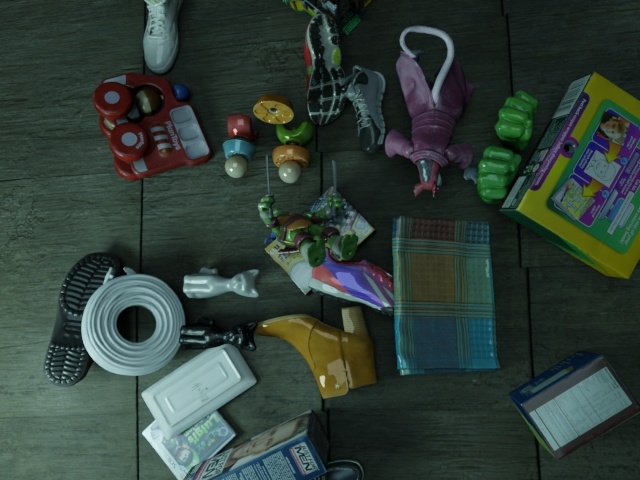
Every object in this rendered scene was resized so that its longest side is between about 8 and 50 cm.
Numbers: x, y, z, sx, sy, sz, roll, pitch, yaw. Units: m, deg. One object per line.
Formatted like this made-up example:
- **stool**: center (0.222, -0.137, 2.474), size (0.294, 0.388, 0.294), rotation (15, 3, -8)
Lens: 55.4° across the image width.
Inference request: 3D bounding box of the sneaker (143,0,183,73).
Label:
- **sneaker**: center (-0.456, -0.623, 1.672), size (0.108, 0.169, 0.292), rotation (5, 84, 8)

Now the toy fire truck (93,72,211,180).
- **toy fire truck**: center (-0.458, -0.317, 1.648), size (0.254, 0.169, 0.302), rotation (-20, 79, -18)

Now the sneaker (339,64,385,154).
- **sneaker**: center (0.096, -0.339, 1.549), size (0.086, 0.132, 0.228), rotation (-13, 70, 45)

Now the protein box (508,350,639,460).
- **protein box**: center (0.550, 0.355, 1.344), size (0.201, 0.200, 0.136), rotation (-33, 78, 4)

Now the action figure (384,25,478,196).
- **action figure**: center (0.284, -0.278, 1.458), size (0.248, 0.275, 0.370), rotation (5, 69, 4)

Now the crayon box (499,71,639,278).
- **crayon box**: center (0.646, -0.146, 1.407), size (0.313, 0.106, 0.362), rotation (31, 88, -7)

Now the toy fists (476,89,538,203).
- **toy fists**: center (0.450, -0.220, 1.465), size (0.096, 0.142, 0.279), rotation (21, 86, 26)

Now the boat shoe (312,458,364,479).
- **boat shoe**: center (-0.018, 0.599, 1.466), size (0.255, 0.079, 0.095), rotation (-18, 79, 7)

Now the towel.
- **towel**: center (0.297, 0.130, 1.442), size (0.272, 0.040, 0.370), rotation (2, 81, -20)

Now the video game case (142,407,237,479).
- **video game case**: center (-0.337, 0.495, 1.564), size (0.190, 0.022, 0.173), rotation (-44, 78, 1)

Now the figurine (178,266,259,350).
- **figurine**: center (-0.241, 0.171, 1.530), size (0.210, 0.092, 0.214), rotation (-2, 80, 29)

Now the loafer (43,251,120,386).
- **loafer**: center (-0.625, 0.204, 1.601), size (0.134, 0.130, 0.365), rotation (16, 67, -5)

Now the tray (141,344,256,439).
- **tray**: center (-0.313, 0.375, 1.553), size (0.270, 0.030, 0.145), rotation (-33, 77, -5)

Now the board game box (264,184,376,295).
- **board game box**: center (0.000, 0.000, 1.569), size (0.243, 0.042, 0.165), rotation (-43, 78, 2)

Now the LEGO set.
- **LEGO set**: center (0.056, -0.708, 1.584), size (0.331, 0.192, 0.255), rotation (-38, 78, 2)

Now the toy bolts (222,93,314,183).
- **toy bolts**: center (-0.151, -0.244, 1.550), size (0.229, 0.218, 0.158), rotation (-1, 68, 17)

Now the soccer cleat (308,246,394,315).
- **soccer cleat**: center (0.134, 0.110, 1.481), size (0.318, 0.108, 0.116), rotation (16, 90, 4)

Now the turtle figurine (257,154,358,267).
- **turtle figurine**: center (-0.034, -0.070, 1.432), size (0.274, 0.198, 0.266), rotation (-56, 44, 6)

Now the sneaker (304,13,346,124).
- **sneaker**: center (0.006, -0.447, 1.600), size (0.107, 0.118, 0.278), rotation (-4, 106, -14)

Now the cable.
- **cable**: center (-0.465, 0.210, 1.538), size (0.257, 0.089, 0.257), rotation (31, 63, -16)

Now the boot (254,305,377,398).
- **boot**: center (-0.015, 0.283, 1.500), size (0.295, 0.104, 0.211), rotation (-8, 80, 4)

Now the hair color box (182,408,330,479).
- **hair color box**: center (-0.155, 0.541, 1.441), size (0.347, 0.174, 0.105), rotation (-27, 92, 4)
